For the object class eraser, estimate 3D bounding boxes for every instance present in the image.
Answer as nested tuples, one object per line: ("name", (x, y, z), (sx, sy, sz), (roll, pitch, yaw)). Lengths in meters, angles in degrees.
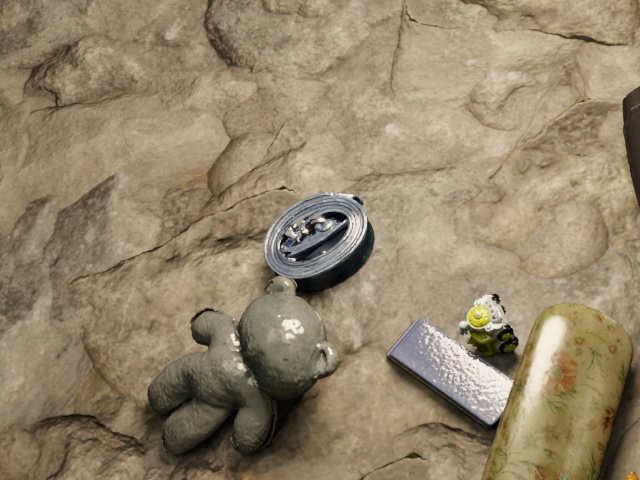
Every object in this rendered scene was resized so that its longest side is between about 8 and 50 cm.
("eraser", (0.204, 0.202, 1.865), (0.225, 0.036, 0.082), (34, 74, 30))

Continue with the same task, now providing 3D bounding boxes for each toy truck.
("toy truck", (0.254, 0.133, 1.850), (0.077, 0.111, 0.076), (-24, 55, 8))

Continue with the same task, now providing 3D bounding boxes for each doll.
("doll", (-0.120, 0.208, 1.912), (0.340, 0.158, 0.246), (-42, 59, 24))

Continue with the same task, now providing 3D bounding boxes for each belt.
("belt", (0.000, 0.000, 2.017), (0.190, 0.082, 0.141), (-29, 62, -1))

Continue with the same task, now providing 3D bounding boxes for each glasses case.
("glasses case", (0.332, 0.289, 1.734), (0.156, 0.098, 0.425), (20, 67, 8))

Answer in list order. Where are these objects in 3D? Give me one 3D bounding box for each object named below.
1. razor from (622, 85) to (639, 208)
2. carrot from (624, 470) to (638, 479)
("razor", (0.581, -0.110, 1.899), (0.189, 0.107, 0.327), (-5, 60, 13))
("carrot", (0.419, 0.446, 1.651), (0.062, 0.066, 0.271), (33, 64, -16))
